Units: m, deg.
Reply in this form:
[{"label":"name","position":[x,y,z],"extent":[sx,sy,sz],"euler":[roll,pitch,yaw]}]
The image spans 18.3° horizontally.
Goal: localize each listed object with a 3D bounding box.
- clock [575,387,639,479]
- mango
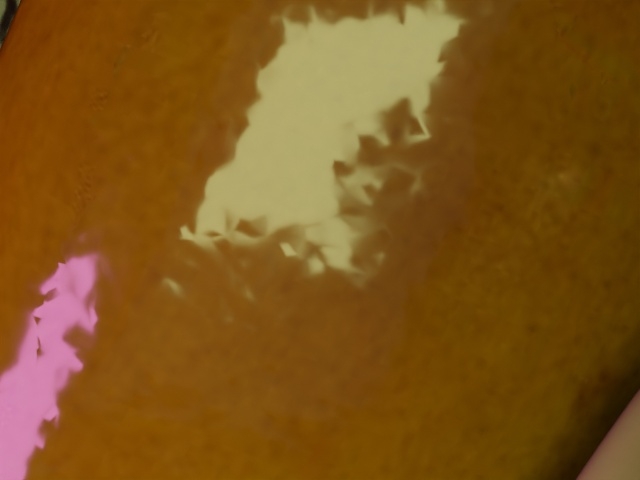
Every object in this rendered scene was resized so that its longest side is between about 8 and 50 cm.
[{"label":"clock","position":[0.148,0.143,0.729],"extent":[0.114,0.284,0.309],"euler":[32,91,21]},{"label":"mango","position":[0.000,0.000,0.765],"extent":[0.300,0.232,0.445],"euler":[35,86,-13]}]
